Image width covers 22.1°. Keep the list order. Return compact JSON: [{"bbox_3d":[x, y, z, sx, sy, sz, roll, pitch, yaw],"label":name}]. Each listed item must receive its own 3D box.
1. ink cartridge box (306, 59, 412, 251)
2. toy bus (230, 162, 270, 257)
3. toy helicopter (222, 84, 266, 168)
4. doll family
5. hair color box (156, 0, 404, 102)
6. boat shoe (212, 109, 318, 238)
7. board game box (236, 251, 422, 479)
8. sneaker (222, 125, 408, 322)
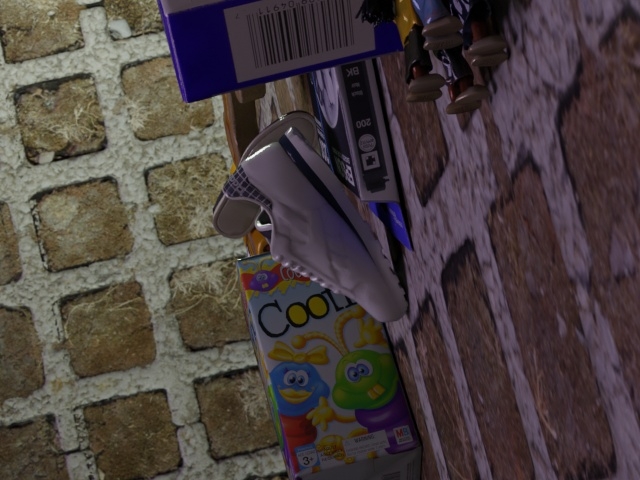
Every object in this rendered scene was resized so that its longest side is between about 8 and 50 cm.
[{"bbox_3d":[0.029,-0.103,1.550,0.206,0.045,0.208,-128,24,-76],"label":"ink cartridge box"},{"bbox_3d":[-0.040,0.003,2.151,0.332,0.108,0.130,-113,13,-63],"label":"toy bus"},{"bbox_3d":[-0.114,-0.234,2.011,0.355,0.140,0.235,86,163,-48],"label":"toy helicopter"},{"bbox_3d":[0.065,-0.151,0.972,0.193,0.076,0.111,115,146,-73],"label":"doll family"},{"bbox_3d":[-0.055,-0.278,1.254,0.110,0.185,0.339,83,172,-57],"label":"hair color box"},{"bbox_3d":[-0.071,-0.093,2.047,0.206,0.075,0.065,-53,19,30],"label":"boat shoe"},{"bbox_3d":[0.008,0.154,1.846,0.144,0.142,0.275,86,169,-59],"label":"board game box"},{"bbox_3d":[0.000,0.000,1.570,0.235,0.095,0.090,54,178,-28],"label":"sneaker"}]
